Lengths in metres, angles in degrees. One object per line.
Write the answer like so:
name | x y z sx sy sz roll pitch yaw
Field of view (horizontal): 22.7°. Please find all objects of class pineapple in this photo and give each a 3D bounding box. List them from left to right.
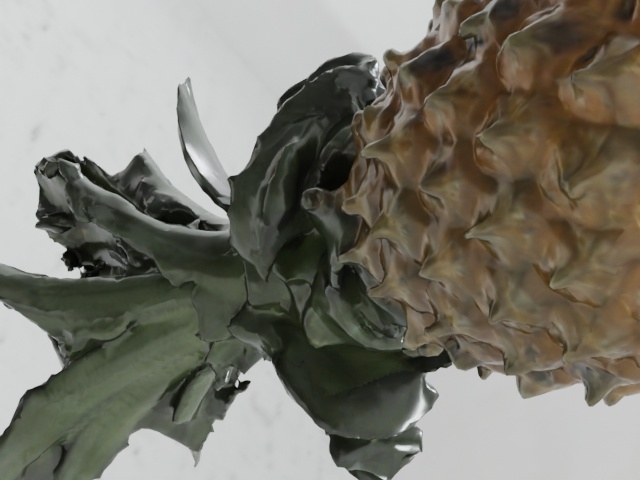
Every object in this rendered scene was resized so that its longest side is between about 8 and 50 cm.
pineapple | 0.000 0.000 0.416 0.277 0.130 0.119 -20 -135 44
